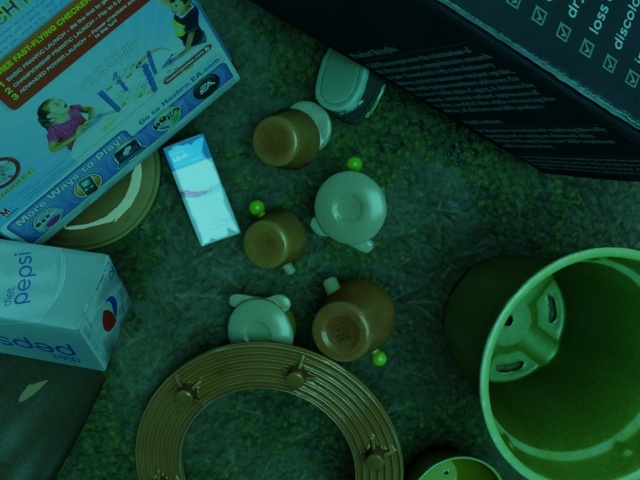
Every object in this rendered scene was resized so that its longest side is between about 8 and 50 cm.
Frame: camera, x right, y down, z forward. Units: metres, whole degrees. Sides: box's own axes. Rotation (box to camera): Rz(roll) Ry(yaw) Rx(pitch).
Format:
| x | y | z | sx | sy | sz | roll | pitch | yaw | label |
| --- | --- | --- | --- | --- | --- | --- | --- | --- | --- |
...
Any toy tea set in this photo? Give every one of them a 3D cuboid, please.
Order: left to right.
| x | y | z | sx | sy | sz | roll | pitch | yaw | label |
| --- | --- | --- | --- | --- | --- | --- | --- | --- | --- |
| 0.000 | 0.000 | 1.048 | 0.200 | 0.124 | 0.336 | 8 | 102 | 16 | toy tea set |

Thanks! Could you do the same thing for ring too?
| x | y | z | sx | sy | sz | roll | pitch | yaw | label |
| --- | --- | --- | --- | --- | --- | --- | --- | --- | --- |
| -0.067 | 0.283 | 1.041 | 0.336 | 0.032 | 0.336 | 2 | 108 | 7 | ring |

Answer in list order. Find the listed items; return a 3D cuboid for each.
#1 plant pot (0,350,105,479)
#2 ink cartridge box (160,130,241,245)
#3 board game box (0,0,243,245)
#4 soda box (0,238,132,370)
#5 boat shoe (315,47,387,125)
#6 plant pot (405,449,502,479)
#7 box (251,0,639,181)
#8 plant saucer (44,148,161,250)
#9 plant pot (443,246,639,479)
| x | y | z | sx | sy | sz | roll | pitch | yaw | label |
| --- | --- | --- | --- | --- | --- | --- | --- | --- | --- |
| -0.362 | 0.203 | 0.949 | 0.215 | 0.215 | 0.230 | 46 | 73 | -15 | plant pot |
| -0.142 | -0.062 | 0.998 | 0.052 | 0.088 | 0.122 | -23 | 103 | -8 | ink cartridge box |
| -0.258 | -0.161 | 0.817 | 0.308 | 0.302 | 0.086 | -40 | 67 | -4 | board game box |
| -0.355 | 0.057 | 0.898 | 0.286 | 0.098 | 0.091 | 8 | 57 | 10 | soda box |
| 0.060 | -0.251 | 1.025 | 0.081 | 0.069 | 0.227 | 18 | 83 | 30 | boat shoe |
| 0.165 | 0.331 | 1.123 | 0.134 | 0.095 | 0.134 | -2 | 99 | -11 | plant pot |
| 0.240 | -0.371 | 0.874 | 0.472 | 0.297 | 0.480 | 26 | 86 | -25 | box |
| -0.286 | -0.084 | 0.991 | 0.200 | 0.037 | 0.200 | -2 | 99 | -12 | plant saucer |
| 0.275 | 0.126 | 1.033 | 0.276 | 0.254 | 0.276 | -2 | 98 | -12 | plant pot |
